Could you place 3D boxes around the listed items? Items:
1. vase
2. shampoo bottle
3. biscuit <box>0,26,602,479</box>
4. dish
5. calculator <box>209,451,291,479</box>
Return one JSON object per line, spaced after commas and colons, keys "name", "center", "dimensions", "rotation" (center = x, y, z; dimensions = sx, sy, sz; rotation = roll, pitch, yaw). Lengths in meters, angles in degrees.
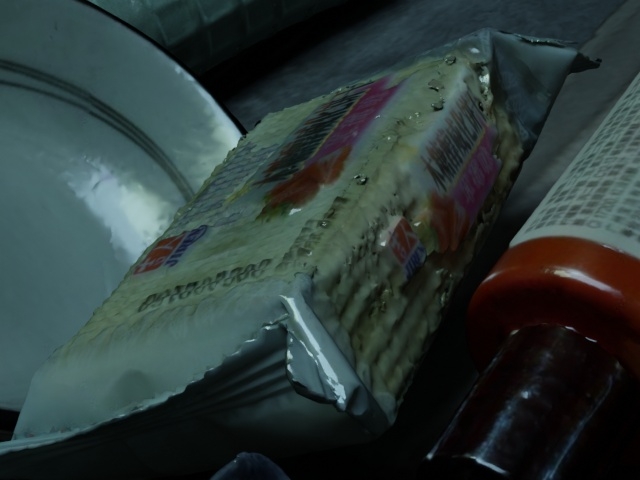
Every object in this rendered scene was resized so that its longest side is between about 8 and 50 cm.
{"name": "vase", "center": [-0.095, -0.153, 0.915], "dimensions": [0.299, 0.143, 0.143], "rotation": [-32, 36, -24]}
{"name": "shampoo bottle", "center": [0.130, 0.018, 0.581], "dimensions": [0.104, 0.104, 0.278], "rotation": [10, 44, 36]}
{"name": "biscuit", "center": [-0.004, 0.001, 0.608], "dimensions": [0.186, 0.079, 0.309], "rotation": [-14, 25, 33]}
{"name": "dish", "center": [-0.174, -0.005, 0.700], "dimensions": [0.316, 0.106, 0.316], "rotation": [18, 41, -16]}
{"name": "calculator", "center": [-0.048, 0.195, 0.405], "dimensions": [0.261, 0.161, 0.021], "rotation": [-42, -5, -31]}
